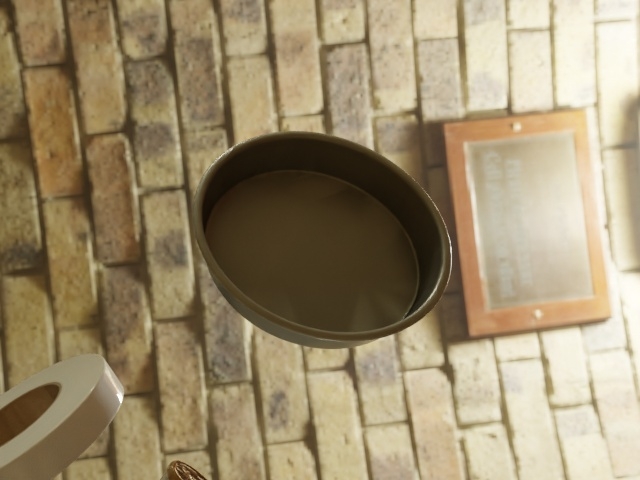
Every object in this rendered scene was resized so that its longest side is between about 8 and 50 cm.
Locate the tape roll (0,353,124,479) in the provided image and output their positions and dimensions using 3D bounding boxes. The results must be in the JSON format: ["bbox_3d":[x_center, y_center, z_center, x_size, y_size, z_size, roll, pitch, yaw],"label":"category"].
[{"bbox_3d":[-0.537,0.349,1.698,0.072,0.392,0.392,59,2,-18],"label":"tape roll"}]

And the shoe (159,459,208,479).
[{"bbox_3d":[-0.126,0.378,1.245,0.058,0.219,0.076,-51,180,7],"label":"shoe"}]

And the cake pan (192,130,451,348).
[{"bbox_3d":[0.000,0.000,1.047,0.054,0.293,0.293,112,-26,-49],"label":"cake pan"}]
